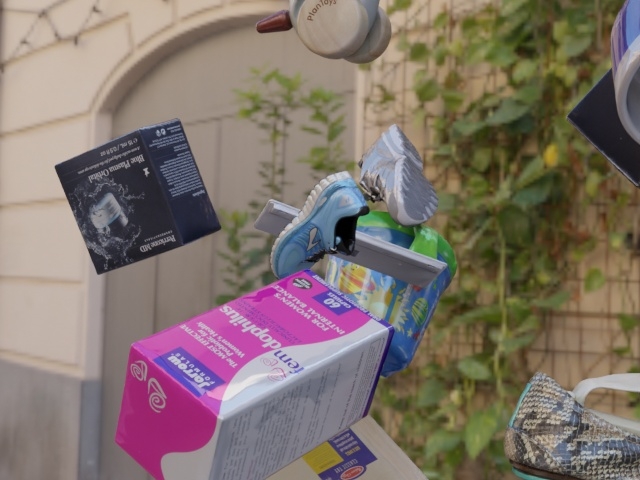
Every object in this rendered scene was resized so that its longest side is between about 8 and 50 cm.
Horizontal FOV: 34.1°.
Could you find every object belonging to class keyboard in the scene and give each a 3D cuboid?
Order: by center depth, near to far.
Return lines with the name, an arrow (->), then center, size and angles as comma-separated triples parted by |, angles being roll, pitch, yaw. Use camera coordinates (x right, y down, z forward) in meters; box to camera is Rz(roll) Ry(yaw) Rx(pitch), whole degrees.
keyboard -> 0.040, 0.007, 1.389 | 0.256, 0.014, 0.072 | 20, -29, -12

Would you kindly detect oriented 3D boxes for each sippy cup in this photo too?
sippy cup -> 0.100, 0.104, 1.808 | 0.240, 0.224, 0.305 | 6, -36, 19

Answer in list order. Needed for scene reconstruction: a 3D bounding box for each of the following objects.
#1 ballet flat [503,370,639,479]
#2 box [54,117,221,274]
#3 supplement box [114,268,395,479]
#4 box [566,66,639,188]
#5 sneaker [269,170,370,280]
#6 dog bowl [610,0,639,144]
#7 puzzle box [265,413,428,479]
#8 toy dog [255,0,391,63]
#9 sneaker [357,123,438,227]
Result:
ballet flat -> 0.482, 0.276, 1.362 | 0.483, 0.182, 0.164 | 17, -1, -6
box -> -0.238, -0.057, 1.356 | 0.156, 0.158, 0.093 | -18, 6, 31
supplement box -> -0.054, 0.124, 0.898 | 0.111, 0.114, 0.220 | 33, 36, 28
box -> 0.593, -0.198, 1.499 | 0.312, 0.343, 0.179 | 24, 23, -44
sneaker -> 0.000, 0.000, 1.185 | 0.073, 0.162, 0.063 | 48, 36, 20
dog bowl -> 0.471, -0.208, 1.194 | 0.265, 0.104, 0.265 | 3, -34, 2
puzzle box -> -0.017, 0.447, 2.007 | 0.409, 0.272, 0.052 | -38, 5, 40
toy dog -> 0.004, -0.369, 1.294 | 0.161, 0.333, 0.220 | 5, -17, 17
sneaker -> 0.123, -0.089, 1.780 | 0.115, 0.105, 0.281 | -37, 23, 17
